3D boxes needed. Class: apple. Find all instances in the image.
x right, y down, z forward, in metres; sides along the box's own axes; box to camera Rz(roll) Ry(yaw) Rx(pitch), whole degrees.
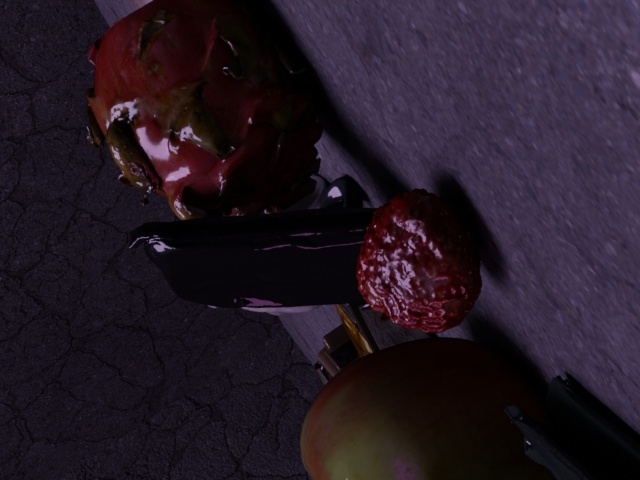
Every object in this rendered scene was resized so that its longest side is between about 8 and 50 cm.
[{"bbox_3d":[0.133,0.258,1.339,0.319,0.277,0.319,157,90,-82],"label":"apple"}]

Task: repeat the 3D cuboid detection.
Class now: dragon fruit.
[{"bbox_3d":[-0.134,-0.139,1.412,0.291,0.269,0.250,59,-178,-1],"label":"dragon fruit"}]

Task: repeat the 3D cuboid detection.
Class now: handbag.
[{"bbox_3d":[0.292,0.274,1.097,0.247,0.079,0.260,61,172,-30],"label":"handbag"},{"bbox_3d":[-0.036,0.019,1.345,0.191,0.332,0.074,71,-161,-67],"label":"handbag"}]

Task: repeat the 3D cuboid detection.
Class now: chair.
[{"bbox_3d":[0.052,0.033,1.548,0.221,0.095,0.104,59,161,-14],"label":"chair"}]

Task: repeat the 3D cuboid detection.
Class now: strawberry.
[{"bbox_3d":[0.092,0.021,1.129,0.131,0.131,0.148,53,180,23],"label":"strawberry"}]

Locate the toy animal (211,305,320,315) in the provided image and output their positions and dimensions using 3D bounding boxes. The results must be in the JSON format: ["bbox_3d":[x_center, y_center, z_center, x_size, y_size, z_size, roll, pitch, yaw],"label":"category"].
[{"bbox_3d":[-0.089,0.023,1.902,0.265,0.271,0.206,32,163,41],"label":"toy animal"}]

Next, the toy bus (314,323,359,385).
[{"bbox_3d":[0.111,0.266,2.029,0.289,0.139,0.157,49,166,38],"label":"toy bus"}]

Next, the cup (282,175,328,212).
[{"bbox_3d":[-0.001,-0.005,1.720,0.142,0.174,0.134,58,-156,-24],"label":"cup"}]

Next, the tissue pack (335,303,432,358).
[{"bbox_3d":[0.116,0.172,1.768,0.183,0.092,0.226,52,169,37],"label":"tissue pack"}]

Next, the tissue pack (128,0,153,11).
[{"bbox_3d":[-0.269,-0.411,1.808,0.170,0.071,0.325,54,174,4],"label":"tissue pack"}]
